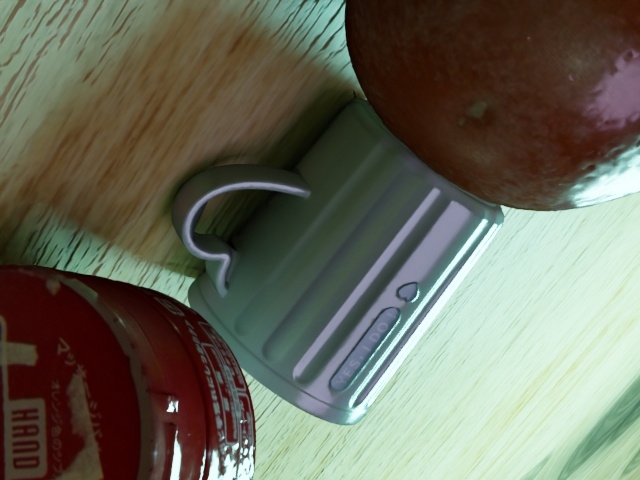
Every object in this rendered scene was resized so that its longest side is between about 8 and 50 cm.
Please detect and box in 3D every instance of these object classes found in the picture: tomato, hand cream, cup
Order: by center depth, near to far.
[{"bbox_3d":[-0.163,0.130,0.988,0.230,0.230,0.149,-49,155,14],"label":"hand cream"},{"bbox_3d":[0.153,-0.139,0.990,0.265,0.265,0.265,-34,154,-19],"label":"tomato"},{"bbox_3d":[0.011,0.010,1.128,0.202,0.167,0.221,-52,156,13],"label":"cup"}]
